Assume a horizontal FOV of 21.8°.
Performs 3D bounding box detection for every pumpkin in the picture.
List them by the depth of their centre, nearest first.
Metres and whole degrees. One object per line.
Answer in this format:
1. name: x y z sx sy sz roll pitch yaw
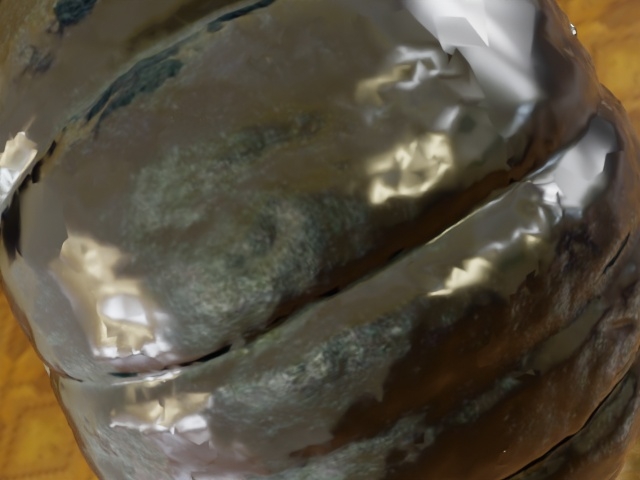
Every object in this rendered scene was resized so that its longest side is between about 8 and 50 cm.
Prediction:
1. pumpkin: -0.010 -0.021 0.721 0.266 0.363 0.363 -24 40 -3

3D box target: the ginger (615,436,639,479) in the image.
1. ginger: 0.262 0.190 1.735 0.276 0.221 0.130 -35 16 10

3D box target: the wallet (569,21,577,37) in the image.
1. wallet: 0.165 -0.076 1.426 0.232 0.031 0.122 115 169 -47
